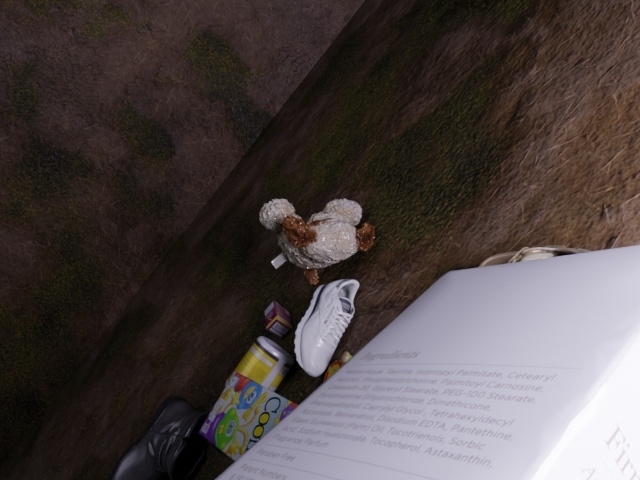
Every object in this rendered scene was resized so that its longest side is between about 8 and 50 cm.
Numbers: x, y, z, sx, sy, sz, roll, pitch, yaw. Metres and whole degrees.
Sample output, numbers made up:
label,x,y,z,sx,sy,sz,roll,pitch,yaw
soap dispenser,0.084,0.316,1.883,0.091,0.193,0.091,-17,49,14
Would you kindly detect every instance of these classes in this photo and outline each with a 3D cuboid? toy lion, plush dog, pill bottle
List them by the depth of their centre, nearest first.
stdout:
label,x,y,z,sx,sy,sz,roll,pitch,yaw
toy lion,0.037,0.274,1.375,0.096,0.034,0.100,-48,23,29
pill bottle,-0.149,0.316,1.569,0.184,0.103,0.103,-54,23,-2
plush dog,0.000,0.000,1.631,0.225,0.262,0.211,173,97,-71

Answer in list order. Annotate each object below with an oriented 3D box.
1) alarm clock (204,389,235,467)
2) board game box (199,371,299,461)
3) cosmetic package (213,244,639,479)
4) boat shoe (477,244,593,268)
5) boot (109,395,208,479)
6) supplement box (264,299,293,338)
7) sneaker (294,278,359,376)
label,x,y,z,sx,sy,sz,roll,pitch,yaw
alarm clock,-0.178,0.413,1.479,0.064,0.129,0.192,63,-154,-82
board game box,-0.087,0.367,1.302,0.275,0.142,0.144,7,63,57
cosmetic package,0.179,0.244,0.608,0.393,0.329,0.327,-37,12,-32
boat shoe,0.330,0.049,1.043,0.109,0.098,0.302,-59,24,-11
boot,-0.394,0.551,1.704,0.222,0.118,0.338,7,67,58
supplement box,-0.105,0.195,1.713,0.043,0.055,0.083,-47,23,15
sneaker,0.017,0.179,1.479,0.095,0.090,0.235,-19,42,39
